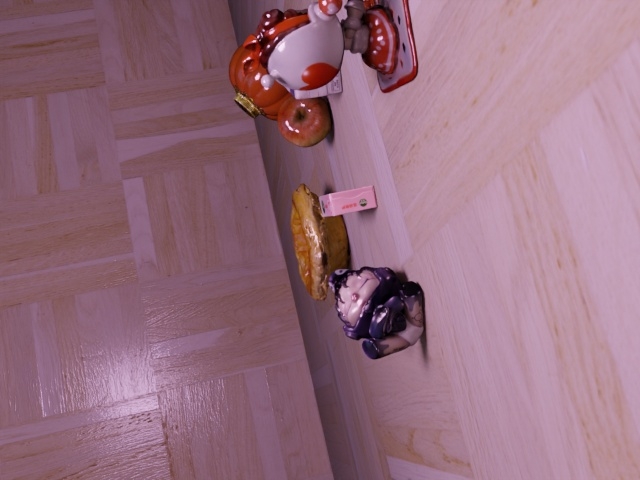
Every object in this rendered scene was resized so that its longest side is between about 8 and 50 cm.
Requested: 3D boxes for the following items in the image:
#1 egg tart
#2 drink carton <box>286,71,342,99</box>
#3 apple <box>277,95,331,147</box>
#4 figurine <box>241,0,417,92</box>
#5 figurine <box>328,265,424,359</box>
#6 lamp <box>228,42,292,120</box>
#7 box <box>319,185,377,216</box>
[{"bbox_3d":[0.000,0.000,1.621,0.295,0.116,0.295,170,90,-83],"label":"egg tart"},{"bbox_3d":[-0.032,-0.388,1.394,0.222,0.102,0.134,-121,20,-64],"label":"drink carton"},{"bbox_3d":[-0.037,-0.270,1.492,0.102,0.126,0.126,41,-144,-79],"label":"apple"},{"bbox_3d":[-0.004,-0.281,0.951,0.183,0.226,0.160,-161,59,-80],"label":"figurine"},{"bbox_3d":[0.101,0.110,1.158,0.222,0.145,0.145,-141,39,-59],"label":"figurine"},{"bbox_3d":[-0.129,-0.404,1.668,0.223,0.196,0.223,41,179,1],"label":"lamp"},{"bbox_3d":[0.052,-0.076,1.289,0.125,0.089,0.043,-172,70,-82],"label":"box"}]
